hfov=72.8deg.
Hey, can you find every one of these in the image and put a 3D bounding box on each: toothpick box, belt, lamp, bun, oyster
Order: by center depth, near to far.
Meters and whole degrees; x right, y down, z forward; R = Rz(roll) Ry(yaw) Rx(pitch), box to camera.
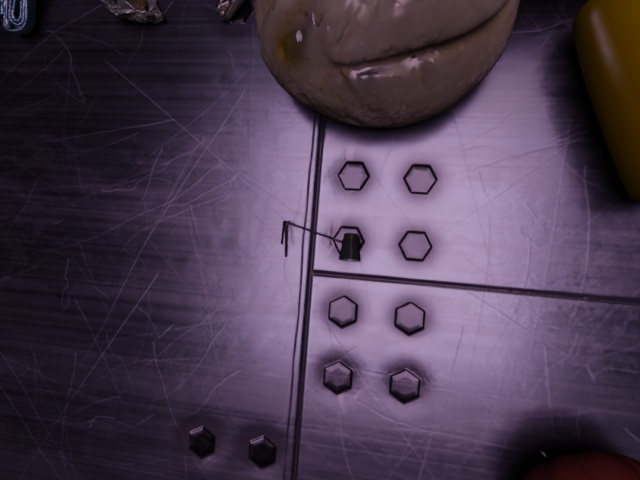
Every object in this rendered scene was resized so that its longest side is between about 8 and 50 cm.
[{"bbox_3d":[0.419,-0.194,0.516,0.175,0.175,0.271,-19,82,8],"label":"toothpick box"},{"bbox_3d":[0.324,0.323,0.525,0.182,0.140,0.182,-1,132,-1],"label":"lamp"},{"bbox_3d":[0.076,-0.333,0.555,0.365,0.219,0.365,0,89,13],"label":"bun"},{"bbox_3d":[0.001,0.000,0.650,0.121,0.041,0.054,5,81,7],"label":"lamp"},{"bbox_3d":[-0.313,-0.398,0.721,0.098,0.037,0.100,-8,65,-9],"label":"oyster"},{"bbox_3d":[-0.494,-0.438,0.729,0.100,0.065,0.179,5,105,-22],"label":"belt"}]

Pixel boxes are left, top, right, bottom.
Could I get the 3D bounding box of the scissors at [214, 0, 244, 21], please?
[{"bbox_3d":[-0.071,-0.458,0.648,0.041,0.138,0.289,44,110,9],"label":"scissors"}]
